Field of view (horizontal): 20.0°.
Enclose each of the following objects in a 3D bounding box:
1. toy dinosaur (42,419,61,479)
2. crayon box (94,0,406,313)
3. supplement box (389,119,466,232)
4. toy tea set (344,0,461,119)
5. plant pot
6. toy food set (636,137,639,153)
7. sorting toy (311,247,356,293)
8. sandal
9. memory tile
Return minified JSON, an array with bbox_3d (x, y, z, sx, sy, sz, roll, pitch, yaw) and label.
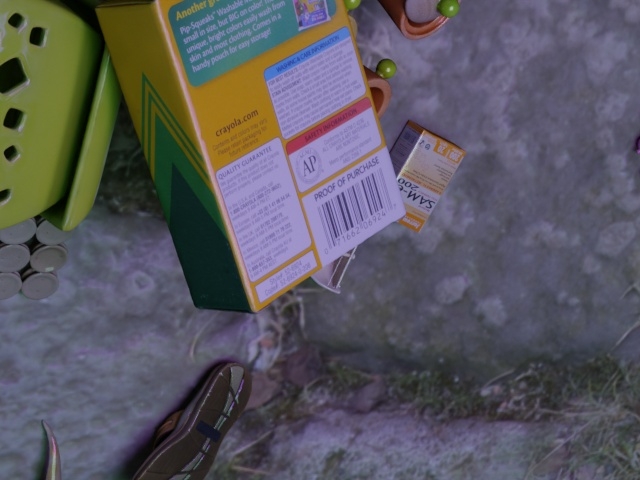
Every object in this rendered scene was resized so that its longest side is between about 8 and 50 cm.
[{"bbox_3d":[-0.268,0.278,1.819,0.092,0.053,0.183,15,104,-31],"label":"toy dinosaur"},{"bbox_3d":[-0.059,-0.128,1.515,0.203,0.083,0.323,-32,114,-39],"label":"crayon box"},{"bbox_3d":[0.097,-0.065,1.868,0.062,0.036,0.098,24,99,-33],"label":"supplement box"},{"bbox_3d":[0.016,-0.121,1.684,0.200,0.124,0.336,4,126,-51],"label":"toy tea set"},{"bbox_3d":[-0.294,-0.132,1.526,0.207,0.228,0.227,3,110,-37],"label":"plant pot"},{"bbox_3d":[0.383,-0.098,2.017,0.078,0.019,0.122,-17,126,-20],"label":"toy food set"},{"bbox_3d":[0.000,0.000,1.846,0.075,0.045,0.083,21,101,-26],"label":"sorting toy"},{"bbox_3d":[-0.137,0.199,1.861,0.180,0.049,0.072,-56,131,-13],"label":"sandal"},{"bbox_3d":[-0.284,0.001,1.680,0.113,0.012,0.148,0,134,-24],"label":"memory tile"}]
